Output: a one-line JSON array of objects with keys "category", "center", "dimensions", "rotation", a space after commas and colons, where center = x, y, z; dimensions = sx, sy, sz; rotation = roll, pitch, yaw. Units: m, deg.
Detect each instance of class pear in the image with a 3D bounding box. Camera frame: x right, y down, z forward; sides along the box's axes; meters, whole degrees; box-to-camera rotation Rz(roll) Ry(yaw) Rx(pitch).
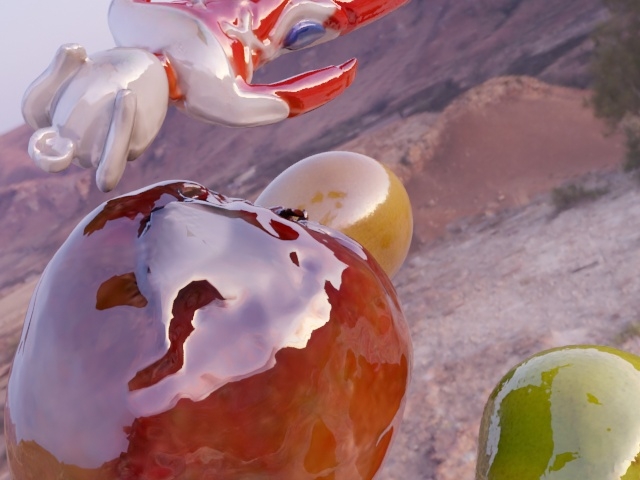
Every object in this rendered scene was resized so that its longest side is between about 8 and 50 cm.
[{"category": "pear", "center": [0.181, 0.168, 0.629], "dimensions": [0.166, 0.180, 0.216], "rotation": [8, -11, -26]}]

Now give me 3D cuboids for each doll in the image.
[{"category": "doll", "center": [-0.071, -0.161, 0.653], "dimensions": [0.384, 0.188, 0.099], "rotation": [-43, -12, -39]}]

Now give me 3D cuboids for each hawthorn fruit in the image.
[{"category": "hawthorn fruit", "center": [-0.088, 0.111, 0.626], "dimensions": [0.325, 0.308, 0.308], "rotation": [-50, 14, -5]}]

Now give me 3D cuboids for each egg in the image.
[{"category": "egg", "center": [0.000, 0.000, 1.378], "dimensions": [0.322, 0.250, 0.250], "rotation": [-40, 12, 0]}]
